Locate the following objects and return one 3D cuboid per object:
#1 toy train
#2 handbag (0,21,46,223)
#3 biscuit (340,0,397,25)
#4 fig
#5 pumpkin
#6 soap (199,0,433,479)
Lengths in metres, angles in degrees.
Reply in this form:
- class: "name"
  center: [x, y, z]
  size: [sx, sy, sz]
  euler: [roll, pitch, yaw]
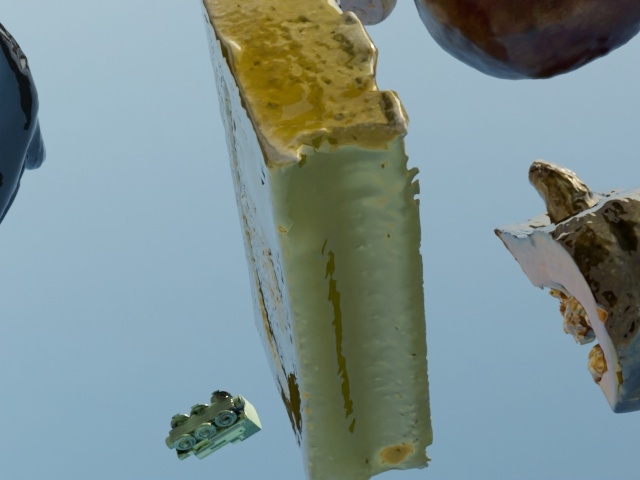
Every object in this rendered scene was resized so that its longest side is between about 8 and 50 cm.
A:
- class: "toy train"
  center: [-0.099, 0.171, 1.232]
  size: [0.083, 0.053, 0.033]
  euler: [-32, -133, 9]
- class: "handbag"
  center: [-0.303, -0.127, 0.978]
  size: [0.275, 0.178, 0.302]
  euler: [-51, -129, 16]
- class: "biscuit"
  center: [-0.003, -0.231, 1.136]
  size: [0.040, 0.144, 0.236]
  euler: [-58, -169, -22]
- class: "fig"
  center: [0.129, -0.225, 0.977]
  size: [0.191, 0.190, 0.290]
  euler: [-48, -151, 6]
- class: "pumpkin"
  center: [0.230, 0.003, 1.057]
  size: [0.131, 0.126, 0.248]
  euler: [-22, -138, -9]
- class: "soap"
  center: [0.000, 0.000, 0.875]
  size: [0.091, 0.315, 0.199]
  euler: [-13, -135, -8]
